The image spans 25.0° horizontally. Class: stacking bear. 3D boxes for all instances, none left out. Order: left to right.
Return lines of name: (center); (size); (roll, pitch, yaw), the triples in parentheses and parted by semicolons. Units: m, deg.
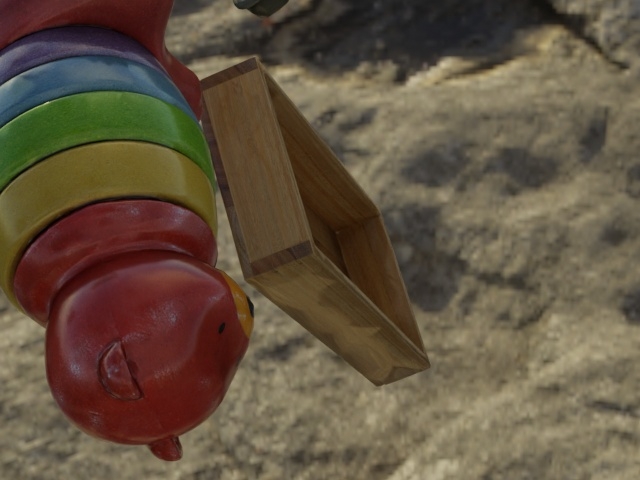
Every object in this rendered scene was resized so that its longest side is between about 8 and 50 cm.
stacking bear: (-0.124, -0.010, 0.858); (0.164, 0.175, 0.289); (-17, 53, -6)

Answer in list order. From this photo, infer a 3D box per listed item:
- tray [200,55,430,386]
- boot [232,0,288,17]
tray: (0.000, 0.000, 1.443); (0.076, 0.411, 0.203); (-22, 66, 10)
boot: (-0.068, -0.199, 0.528); (0.208, 0.190, 0.076); (19, 27, -19)
